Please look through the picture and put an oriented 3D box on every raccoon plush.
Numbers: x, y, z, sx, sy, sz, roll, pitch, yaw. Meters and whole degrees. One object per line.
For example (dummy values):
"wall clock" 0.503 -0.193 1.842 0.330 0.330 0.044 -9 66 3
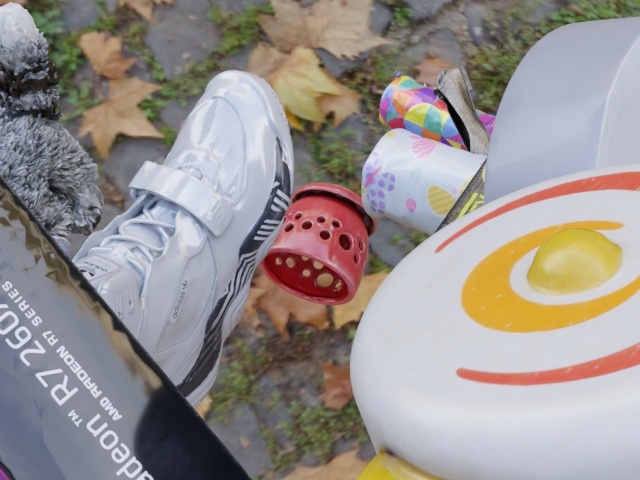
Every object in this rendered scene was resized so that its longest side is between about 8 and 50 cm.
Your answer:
"raccoon plush" -0.517 -0.092 1.636 0.216 0.299 0.446 2 124 28

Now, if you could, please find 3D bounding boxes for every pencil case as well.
"pencil case" 0.180 -0.044 1.232 0.273 0.124 0.113 19 105 30
"pencil case" 0.210 -0.209 1.897 0.236 0.104 0.104 32 107 32

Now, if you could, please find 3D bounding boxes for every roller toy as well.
"roller toy" 0.113 0.061 0.437 0.209 0.191 0.146 -18 115 10

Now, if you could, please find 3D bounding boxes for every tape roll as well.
"tape roll" 0.191 -0.025 0.669 0.072 0.219 0.219 2 96 44

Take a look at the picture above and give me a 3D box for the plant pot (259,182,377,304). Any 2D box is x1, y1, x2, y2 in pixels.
"plant pot" 0.000 0.000 2.026 0.191 0.191 0.174 8 60 23

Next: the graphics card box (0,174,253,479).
"graphics card box" -0.138 0.115 0.587 0.371 0.094 0.233 53 154 -8

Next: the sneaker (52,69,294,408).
"sneaker" -0.155 -0.001 1.034 0.137 0.210 0.366 20 92 31

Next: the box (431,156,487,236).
"box" 0.156 0.049 0.842 0.060 0.216 0.270 15 58 38

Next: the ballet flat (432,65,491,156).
"ballet flat" 0.231 -0.177 1.755 0.058 0.084 0.250 -11 60 -5
